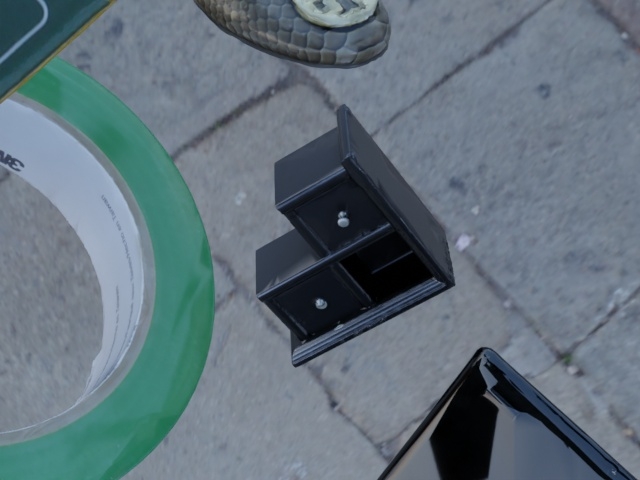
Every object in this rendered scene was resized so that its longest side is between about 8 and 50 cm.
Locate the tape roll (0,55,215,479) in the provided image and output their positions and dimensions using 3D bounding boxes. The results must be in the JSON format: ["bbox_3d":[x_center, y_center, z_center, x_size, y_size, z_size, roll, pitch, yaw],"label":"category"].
[{"bbox_3d":[-0.223,0.021,0.744,0.321,0.077,0.321,16,57,-26],"label":"tape roll"}]

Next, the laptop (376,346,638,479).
[{"bbox_3d":[0.182,0.358,0.947,0.382,0.236,0.408,43,106,27],"label":"laptop"}]

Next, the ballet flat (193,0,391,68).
[{"bbox_3d":[-0.051,-0.177,0.692,0.084,0.058,0.250,-21,52,-33],"label":"ballet flat"}]

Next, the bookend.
[{"bbox_3d":[0.000,0.000,0.991,0.156,0.157,0.072,-28,35,18],"label":"bookend"}]

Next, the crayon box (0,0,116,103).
[{"bbox_3d":[-0.163,-0.112,0.473,0.203,0.323,0.083,-39,116,11],"label":"crayon box"}]
